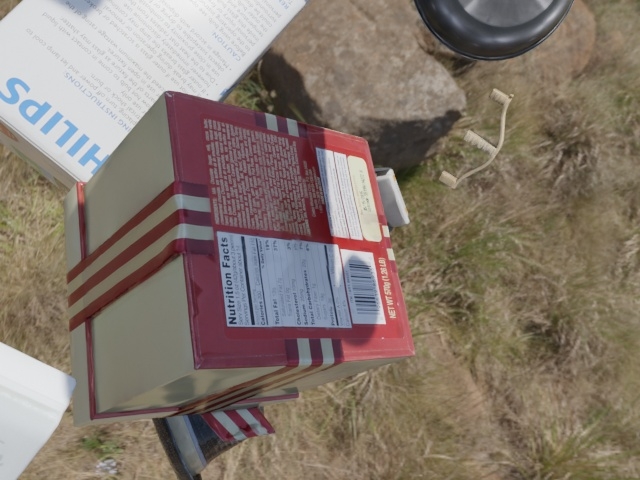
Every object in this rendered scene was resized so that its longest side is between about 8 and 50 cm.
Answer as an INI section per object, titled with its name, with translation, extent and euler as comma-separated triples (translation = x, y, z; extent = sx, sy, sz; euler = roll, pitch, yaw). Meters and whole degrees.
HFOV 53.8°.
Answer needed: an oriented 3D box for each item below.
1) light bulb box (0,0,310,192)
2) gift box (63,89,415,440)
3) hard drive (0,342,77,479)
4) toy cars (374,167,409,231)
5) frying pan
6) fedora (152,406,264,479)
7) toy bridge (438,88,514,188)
[light bulb box]
translation = -0.252, -0.229, 0.855
extent = 0.225, 0.358, 0.361
euler = 42, 76, -14
[gift box]
translation = -0.079, 0.049, 0.602
extent = 0.276, 0.258, 0.255
euler = 12, 62, -39
[hard drive]
translation = -0.307, 0.071, 0.297
extent = 0.307, 0.203, 0.040
euler = 34, 21, -20
[toy cars]
translation = 0.000, 0.000, 0.998
extent = 0.176, 0.394, 0.087
euler = 34, 42, 0
[frying pan]
translation = 0.155, -0.345, 0.675
extent = 0.197, 0.053, 0.326
euler = -40, 105, 6
[fedora]
translation = -0.177, 0.194, 0.919
extent = 0.152, 0.334, 0.334
euler = -21, 84, -14
[toy bridge]
translation = 0.277, -0.168, 1.083
extent = 0.063, 0.188, 0.026
euler = 35, 30, 11
